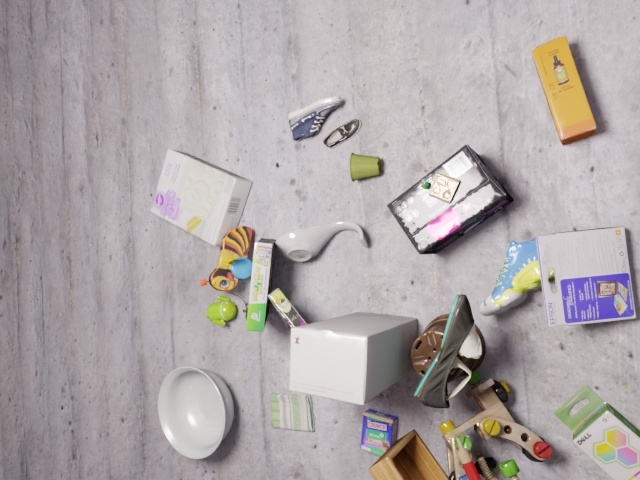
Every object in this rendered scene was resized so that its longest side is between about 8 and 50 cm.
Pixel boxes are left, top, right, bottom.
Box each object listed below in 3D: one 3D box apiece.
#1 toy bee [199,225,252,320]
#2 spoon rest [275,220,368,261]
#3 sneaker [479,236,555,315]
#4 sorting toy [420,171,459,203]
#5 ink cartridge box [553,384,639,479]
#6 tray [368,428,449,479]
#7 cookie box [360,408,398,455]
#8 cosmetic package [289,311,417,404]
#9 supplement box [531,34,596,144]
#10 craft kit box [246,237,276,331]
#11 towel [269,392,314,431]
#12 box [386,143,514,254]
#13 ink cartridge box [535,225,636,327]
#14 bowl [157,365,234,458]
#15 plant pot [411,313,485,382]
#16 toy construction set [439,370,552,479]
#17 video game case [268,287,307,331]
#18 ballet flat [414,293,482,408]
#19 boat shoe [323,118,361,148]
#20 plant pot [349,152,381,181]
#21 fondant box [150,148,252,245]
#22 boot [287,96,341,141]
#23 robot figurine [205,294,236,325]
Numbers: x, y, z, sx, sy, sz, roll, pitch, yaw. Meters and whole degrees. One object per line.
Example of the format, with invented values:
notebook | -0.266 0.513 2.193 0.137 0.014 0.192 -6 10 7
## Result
toy bee | -0.297 0.097 1.518 0.195 0.162 0.298 128 139 -53
spoon rest | 0.000 0.000 1.409 0.276 0.137 0.084 -10 55 17
sneaker | 0.469 0.079 1.159 0.240 0.091 0.126 -36 63 11
sorting toy | 0.283 -0.131 1.140 0.083 0.012 0.062 27 106 24
ink cartridge box | 0.643 0.442 1.064 0.209 0.062 0.109 45 110 23
tray | 0.300 0.695 1.173 0.076 0.203 0.411 -45 69 22
cookie box | 0.165 0.541 1.343 0.092 0.040 0.107 5 91 30
cosmetic package | 0.097 0.275 1.198 0.197 0.366 0.155 2 90 30
supplement box | 0.565 -0.347 1.111 0.078 0.080 0.233 -17 83 27
craft kit box | -0.174 0.121 1.429 0.061 0.246 0.249 6 93 0
towel | -0.092 0.538 1.496 0.152 0.023 0.113 -8 85 29
box | 0.325 -0.096 1.204 0.247 0.142 0.163 -38 71 22
ink cartridge box | 0.578 0.079 1.059 0.208 0.045 0.206 -5 87 -5
bowl | -0.393 0.557 1.601 0.298 0.134 0.297 0 90 29
plant pot | 0.312 0.276 1.193 0.167 0.165 0.166 -1 89 28
toy construction set | 0.360 0.441 1.103 0.257 0.309 0.237 -30 70 17
video game case | -0.061 0.258 1.376 0.042 0.232 0.210 -36 68 -12
ballet flat | 0.299 0.254 1.061 0.096 0.095 0.280 23 111 17
boat shoe | 0.062 -0.318 1.412 0.125 0.038 0.046 -29 76 26
plant pot | 0.130 -0.209 1.357 0.079 0.083 0.083 1 90 17
fondant box | -0.417 -0.150 1.646 0.330 0.096 0.238 25 102 28
boot | -0.012 -0.366 1.445 0.190 0.069 0.086 -13 90 36
robot figurine | -0.332 0.239 1.608 0.115 0.067 0.101 -13 53 29
